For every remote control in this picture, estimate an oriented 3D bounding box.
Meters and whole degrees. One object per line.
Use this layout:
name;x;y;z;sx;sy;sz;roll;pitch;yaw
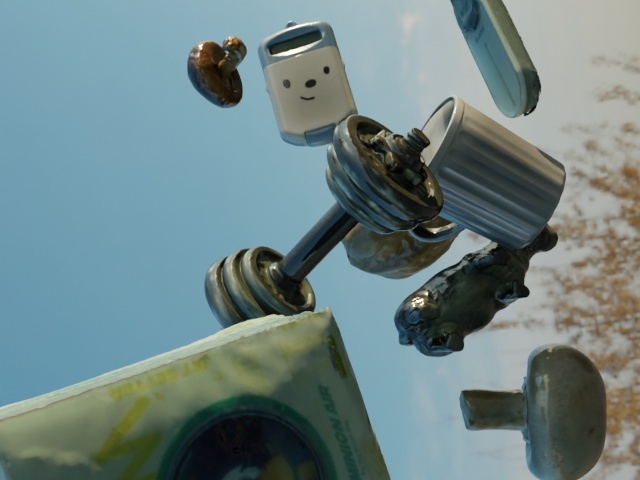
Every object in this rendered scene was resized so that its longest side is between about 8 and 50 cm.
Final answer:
remote control;0.263;-0.300;1.514;0.104;0.052;0.247;111;140;-68

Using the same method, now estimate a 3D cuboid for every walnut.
walnut;0.141;-0.041;1.721;0.198;0.245;0.198;46;-172;-9

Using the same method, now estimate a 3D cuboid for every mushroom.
mushroom;-0.131;-0.219;1.254;0.129;0.073;0.088;112;155;-67
mushroom;0.314;0.254;1.477;0.207;0.215;0.207;0;-90;-85

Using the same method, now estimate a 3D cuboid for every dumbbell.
dumbbell;0.000;0.000;1.337;0.179;0.406;0.179;35;-154;-20

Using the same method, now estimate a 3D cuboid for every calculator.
calculator;-0.020;-0.234;1.469;0.039;0.121;0.210;66;-171;-71

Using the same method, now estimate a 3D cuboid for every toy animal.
toy animal;0.253;0.056;1.509;0.343;0.168;0.106;-38;-85;-32

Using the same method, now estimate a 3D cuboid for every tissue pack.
tissue pack;-0.129;0.251;1.004;0.388;0.162;0.287;-17;-94;-32

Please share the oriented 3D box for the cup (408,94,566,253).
cup;0.226;-0.087;1.477;0.166;0.202;0.221;-66;10;-19
